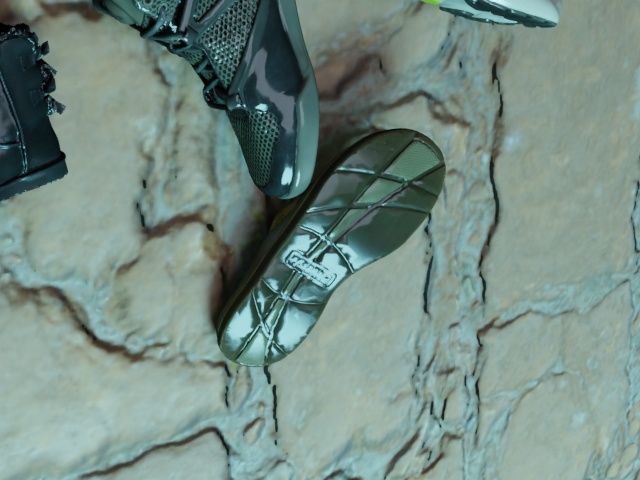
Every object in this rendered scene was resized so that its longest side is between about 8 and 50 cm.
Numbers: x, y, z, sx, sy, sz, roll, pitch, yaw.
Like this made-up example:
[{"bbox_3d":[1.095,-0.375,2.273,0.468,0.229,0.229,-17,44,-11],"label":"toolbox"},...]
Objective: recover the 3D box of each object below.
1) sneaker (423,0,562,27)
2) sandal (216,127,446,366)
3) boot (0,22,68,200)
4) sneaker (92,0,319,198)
[{"bbox_3d":[0.078,-0.234,0.762,0.279,0.107,0.118,10,92,-46],"label":"sneaker"},{"bbox_3d":[0.000,0.000,0.809,0.090,0.060,0.219,33,100,-32],"label":"sandal"},{"bbox_3d":[-0.208,-0.070,0.642,0.121,0.045,0.099,-27,123,-33],"label":"boot"},{"bbox_3d":[-0.076,-0.125,0.692,0.130,0.087,0.227,-22,114,-25],"label":"sneaker"}]
